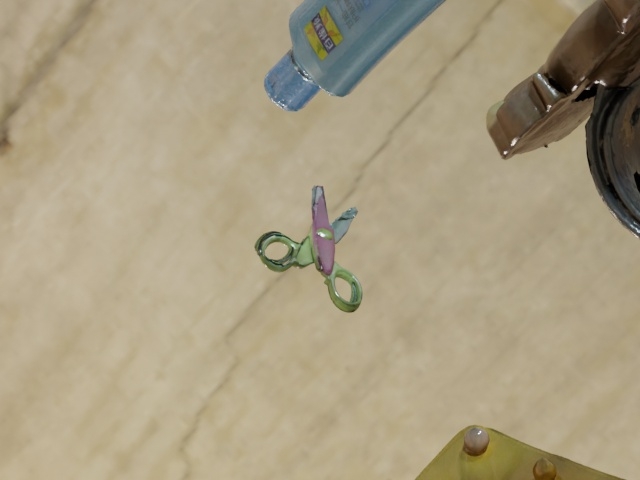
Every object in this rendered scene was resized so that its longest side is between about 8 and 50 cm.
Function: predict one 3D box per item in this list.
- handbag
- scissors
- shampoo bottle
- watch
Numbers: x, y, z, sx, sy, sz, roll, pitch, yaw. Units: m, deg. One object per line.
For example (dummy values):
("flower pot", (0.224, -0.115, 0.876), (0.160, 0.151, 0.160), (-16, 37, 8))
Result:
("handbag", (0.276, 0.419, 2.054), (0.283, 0.133, 0.401), (-41, 32, -23))
("scissors", (0.000, 0.000, 1.644), (0.020, 0.134, 0.187), (-54, 9, 34))
("shampoo bottle", (0.032, -0.208, 1.374), (0.061, 0.103, 0.258), (-11, -21, -41))
("watch", (0.412, -0.128, 1.598), (0.335, 0.327, 0.314), (-46, -14, 29))
